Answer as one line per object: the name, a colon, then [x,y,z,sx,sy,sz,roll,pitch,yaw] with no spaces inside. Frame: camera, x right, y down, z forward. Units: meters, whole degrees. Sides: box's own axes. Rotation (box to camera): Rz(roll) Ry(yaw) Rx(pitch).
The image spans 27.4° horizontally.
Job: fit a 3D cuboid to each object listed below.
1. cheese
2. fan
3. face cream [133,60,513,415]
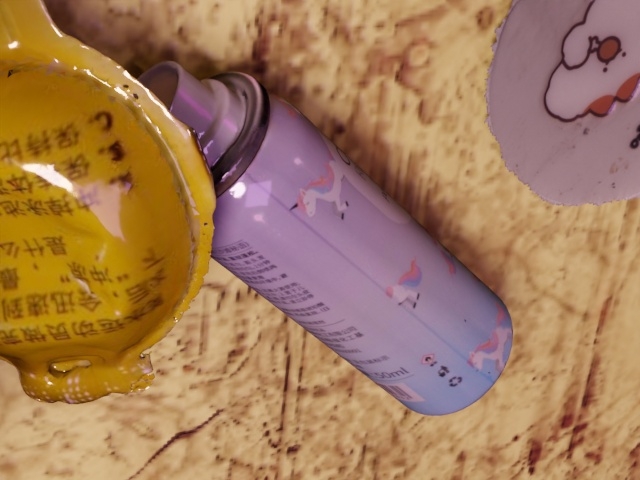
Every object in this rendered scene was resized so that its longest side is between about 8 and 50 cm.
cheese: [-0.124,-0.045,0.491,0.156,0.064,0.250,-9,118,16]
fan: [0.120,-0.130,0.622,0.329,0.009,0.191,32,101,-41]
face cream: [0.000,0.000,0.593,0.075,0.075,0.229,-47,130,4]
